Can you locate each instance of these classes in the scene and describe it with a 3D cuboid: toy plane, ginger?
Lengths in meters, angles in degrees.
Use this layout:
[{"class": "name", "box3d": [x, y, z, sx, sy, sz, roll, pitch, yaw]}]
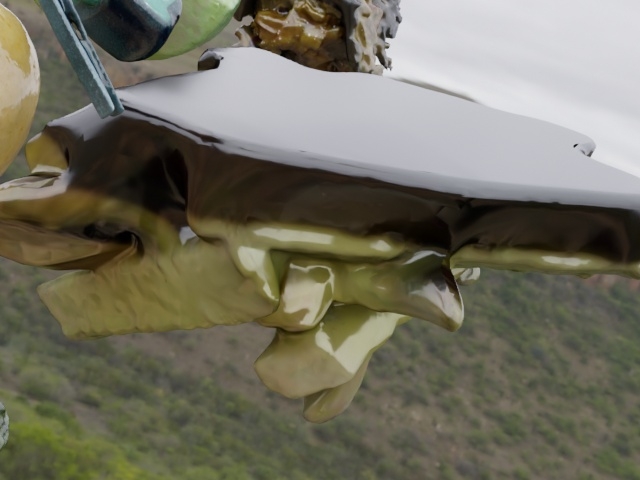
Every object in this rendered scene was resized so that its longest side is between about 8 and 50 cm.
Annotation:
[{"class": "toy plane", "box3d": [-0.133, -0.175, 0.512, 0.060, 0.235, 0.096, -25, 3, 39]}, {"class": "ginger", "box3d": [0.000, 0.000, 0.724, 0.413, 0.211, 0.358, 11, 20, -1]}]

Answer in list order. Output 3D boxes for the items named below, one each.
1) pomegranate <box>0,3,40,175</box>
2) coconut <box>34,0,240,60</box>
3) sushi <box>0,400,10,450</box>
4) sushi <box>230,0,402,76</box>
[{"class": "pomegranate", "box3d": [-0.423, -0.138, 0.990, 0.307, 0.307, 0.307, 19, 7, -2]}, {"class": "coconut", "box3d": [-0.203, -0.303, 1.073, 0.205, 0.235, 0.236, -15, -13, 32]}, {"class": "sushi", "box3d": [-0.673, 0.296, 1.544, 0.352, 0.178, 0.294, -9, 29, 7]}, {"class": "sushi", "box3d": [-0.005, -0.322, 1.479, 0.204, 0.200, 0.213, -2, -11, 30]}]
